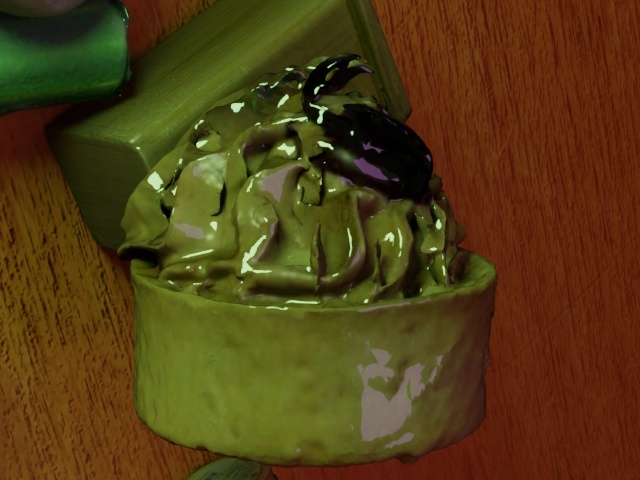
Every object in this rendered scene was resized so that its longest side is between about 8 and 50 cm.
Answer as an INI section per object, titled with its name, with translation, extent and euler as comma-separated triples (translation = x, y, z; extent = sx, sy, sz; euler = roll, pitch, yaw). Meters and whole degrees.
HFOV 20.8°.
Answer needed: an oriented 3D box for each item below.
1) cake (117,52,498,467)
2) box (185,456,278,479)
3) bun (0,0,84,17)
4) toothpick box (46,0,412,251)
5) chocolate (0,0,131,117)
[cake]
translation = -0.006, 0.001, 1.492
extent = 0.332, 0.332, 0.321
euler = -12, 106, -47
[box]
translation = -0.096, 0.265, 1.833
extent = 0.105, 0.105, 0.037
euler = -37, 117, -38
[bun]
translation = -0.270, -0.332, 1.478
extent = 0.283, 0.179, 0.283
euler = 11, 90, -69
[toothpick box]
translation = -0.093, -0.124, 1.711
extent = 0.308, 0.187, 0.190
euler = -42, 128, -31
[chocolate]
translation = -0.305, -0.152, 1.523
extent = 0.291, 0.110, 0.110
euler = -16, 110, -43
